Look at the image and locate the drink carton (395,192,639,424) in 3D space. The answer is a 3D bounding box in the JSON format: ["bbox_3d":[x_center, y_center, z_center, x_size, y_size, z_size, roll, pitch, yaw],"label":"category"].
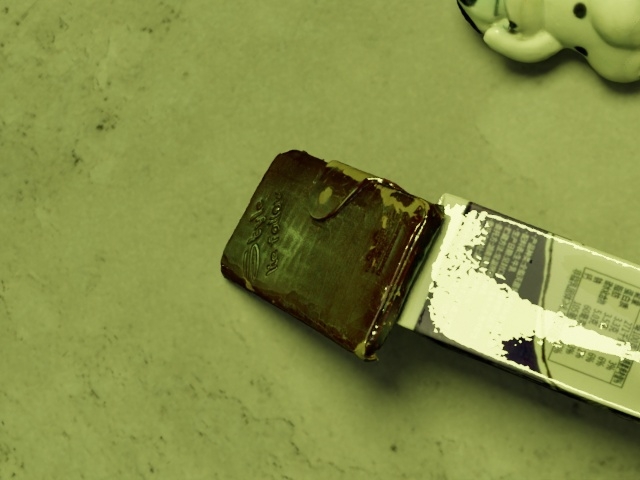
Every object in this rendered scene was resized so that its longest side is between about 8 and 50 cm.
[{"bbox_3d":[0.180,0.058,0.868,0.222,0.134,0.102,21,84,19],"label":"drink carton"}]

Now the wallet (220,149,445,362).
[{"bbox_3d":[0.000,0.000,0.920,0.232,0.031,0.122,26,90,60],"label":"wallet"}]

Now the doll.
[{"bbox_3d":[0.179,-0.186,0.928,0.181,0.110,0.107,14,64,16],"label":"doll"}]
